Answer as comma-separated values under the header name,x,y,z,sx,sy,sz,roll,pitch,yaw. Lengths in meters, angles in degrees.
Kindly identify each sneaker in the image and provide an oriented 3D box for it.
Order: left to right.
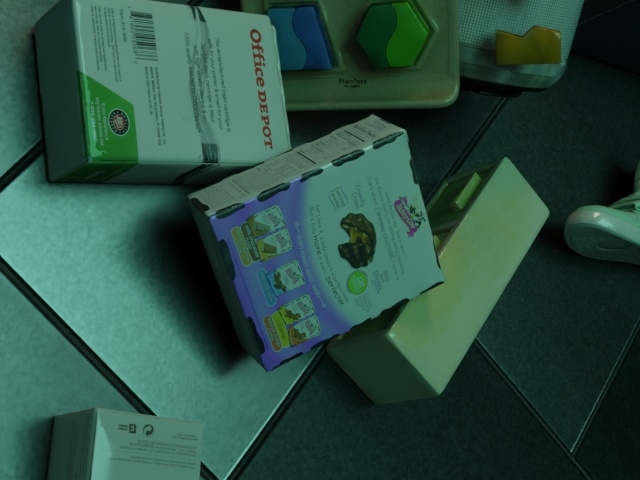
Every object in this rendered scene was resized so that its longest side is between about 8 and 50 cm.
name,x,y,z,sx,sy,sz,roll,pitch,yaw
sneaker,0.380,-0.053,1.395,0.256,0.094,0.151,10,78,-45

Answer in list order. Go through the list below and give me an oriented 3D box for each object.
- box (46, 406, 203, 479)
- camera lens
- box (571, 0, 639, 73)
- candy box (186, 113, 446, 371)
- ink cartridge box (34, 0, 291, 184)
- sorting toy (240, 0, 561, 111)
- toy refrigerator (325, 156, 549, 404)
name,x,y,z,sx,sy,sz,roll,pitch,yaw
box,-0.161,0.194,0.929,0.101,0.087,0.102,14,69,-34
camera lens,0.173,-0.299,1.175,0.219,0.219,0.274,0,111,-37
box,0.448,-0.386,1.480,0.296,0.183,0.294,9,75,-35
candy box,0.000,0.000,1.037,0.196,0.070,0.165,-25,117,-15
ink cartridge box,-0.140,-0.131,1.029,0.208,0.087,0.153,0,79,-37
sorting toy,0.070,-0.238,1.071,0.041,0.307,0.229,-55,143,-71
toy refrigerator,0.123,0.036,1.176,0.094,0.102,0.269,49,55,-16
